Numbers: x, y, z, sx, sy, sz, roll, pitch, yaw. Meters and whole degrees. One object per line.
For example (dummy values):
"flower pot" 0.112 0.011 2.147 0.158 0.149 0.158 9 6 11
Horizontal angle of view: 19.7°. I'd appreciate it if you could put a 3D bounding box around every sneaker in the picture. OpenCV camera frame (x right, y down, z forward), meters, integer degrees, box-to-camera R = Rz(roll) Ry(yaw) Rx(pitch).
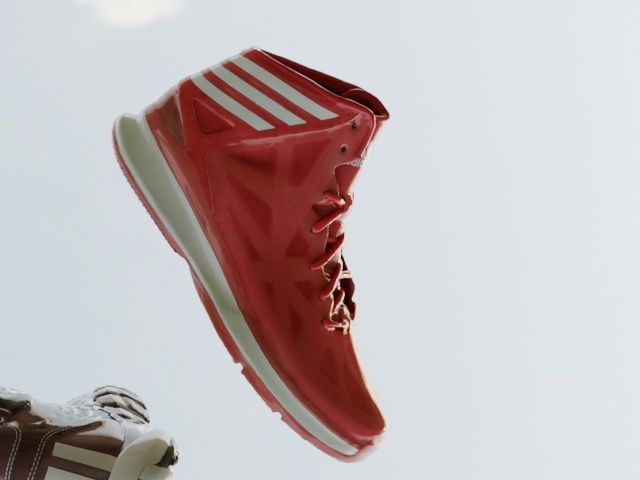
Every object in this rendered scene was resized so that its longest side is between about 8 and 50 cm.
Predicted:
"sneaker" 0.000 0.000 0.947 0.221 0.128 0.087 55 -167 -9
"sneaker" -0.193 0.121 1.140 0.162 0.281 0.106 20 -100 -15
